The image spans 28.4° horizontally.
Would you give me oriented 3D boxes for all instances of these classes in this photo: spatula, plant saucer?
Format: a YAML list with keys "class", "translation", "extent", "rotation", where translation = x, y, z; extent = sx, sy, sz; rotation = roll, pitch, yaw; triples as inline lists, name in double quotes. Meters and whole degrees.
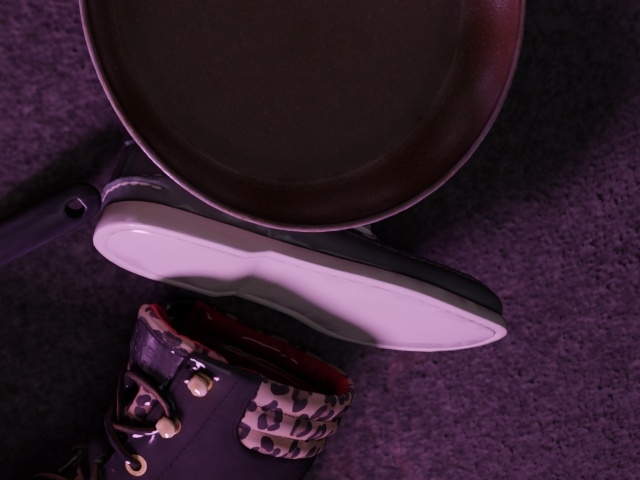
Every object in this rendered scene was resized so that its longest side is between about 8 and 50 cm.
- class: "spatula"
  translation: [-0.280, 0.040, 0.852]
  extent: [0.296, 0.030, 0.084]
  rotation: [-32, 117, -6]
- class: "plant saucer"
  translation: [-0.009, -0.161, 0.821]
  extent: [0.310, 0.050, 0.311]
  rotation: [-2, 94, -24]

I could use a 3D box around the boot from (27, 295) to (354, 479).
- class: "boot"
  translation: [-0.169, 0.172, 0.889]
  extent: [0.377, 0.138, 0.284]
  rotation: [23, 103, -31]

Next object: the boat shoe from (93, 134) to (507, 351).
- class: "boat shoe"
  translation: [0.000, 0.000, 0.896]
  extent: [0.319, 0.116, 0.099]
  rotation: [18, 62, -23]
